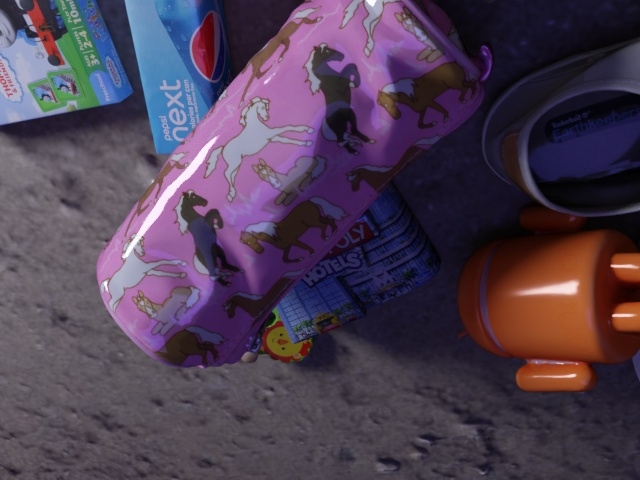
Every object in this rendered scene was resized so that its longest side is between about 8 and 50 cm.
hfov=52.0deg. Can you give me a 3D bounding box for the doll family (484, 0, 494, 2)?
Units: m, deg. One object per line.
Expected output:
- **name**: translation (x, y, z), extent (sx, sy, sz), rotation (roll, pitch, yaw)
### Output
- **doll family**: translation (0.080, -0.265, 0.502), extent (0.193, 0.111, 0.076), rotation (32, 158, -23)

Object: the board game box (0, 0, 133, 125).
- **board game box**: translation (-0.319, -0.202, 0.668), extent (0.212, 0.039, 0.160), rotation (-6, 121, 17)

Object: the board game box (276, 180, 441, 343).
- **board game box**: translation (0.000, 0.000, 0.718), extent (0.194, 0.060, 0.194), rotation (-25, 115, 26)

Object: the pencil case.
- **pencil case**: translation (-0.030, -0.060, 0.581), extent (0.167, 0.160, 0.386), rotation (29, 111, -35)

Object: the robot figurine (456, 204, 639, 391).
- **robot figurine**: translation (0.228, 0.053, 0.642), extent (0.220, 0.128, 0.158), rotation (-8, 114, 48)

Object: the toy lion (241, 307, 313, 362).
- **toy lion**: translation (-0.058, 0.114, 0.825), extent (0.096, 0.034, 0.100), rotation (-7, 121, 9)

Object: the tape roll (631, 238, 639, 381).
- **tape roll**: translation (0.506, 0.067, 0.646), extent (0.393, 0.072, 0.391), rotation (5, 124, 8)

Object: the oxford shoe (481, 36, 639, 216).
- **oxford shoe**: translation (0.349, -0.131, 0.517), extent (0.450, 0.130, 0.169), rotation (-21, 114, 22)

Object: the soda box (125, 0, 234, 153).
- **soda box**: translation (-0.130, -0.189, 0.618), extent (0.071, 0.067, 0.210), rotation (3, 124, 11)
